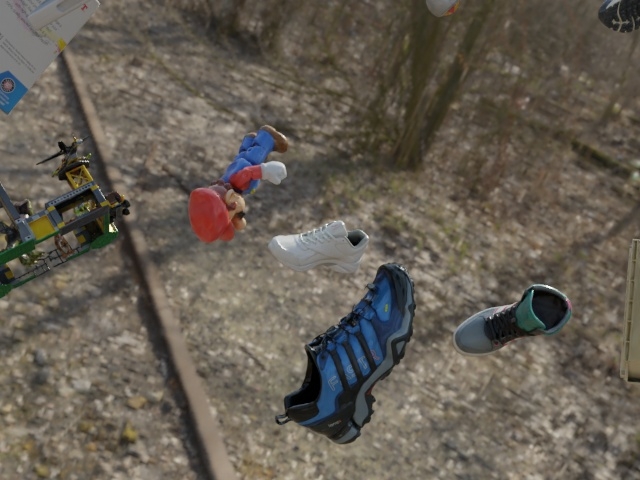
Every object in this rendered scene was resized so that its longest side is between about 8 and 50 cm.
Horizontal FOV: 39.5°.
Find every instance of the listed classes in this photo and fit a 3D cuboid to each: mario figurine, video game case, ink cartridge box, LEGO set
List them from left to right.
[{"bbox_3d":[-0.498,-0.354,1.360,0.168,0.232,0.171,31,-12,29],"label":"ink cartridge box"},{"bbox_3d":[-0.535,-0.055,1.614,0.192,0.331,0.255,57,-14,12],"label":"LEGO set"},{"bbox_3d":[-0.276,-0.386,1.220,0.026,0.206,0.227,55,34,-28],"label":"video game case"},{"bbox_3d":[-0.184,-0.110,2.099,0.170,0.198,0.320,27,59,9],"label":"mario figurine"}]

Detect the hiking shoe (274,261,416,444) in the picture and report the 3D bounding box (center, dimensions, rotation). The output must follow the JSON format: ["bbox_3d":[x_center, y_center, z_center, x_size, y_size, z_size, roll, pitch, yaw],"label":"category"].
[{"bbox_3d":[0.048,0.168,1.390,0.132,0.304,0.113,22,0,-23],"label":"hiking shoe"}]

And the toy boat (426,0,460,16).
[{"bbox_3d":[0.258,-0.589,1.711,0.268,0.318,0.148,8,14,10],"label":"toy boat"}]

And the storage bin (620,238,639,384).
[{"bbox_3d":[0.674,0.137,1.569,0.263,0.260,0.123,5,-9,18],"label":"storage bin"}]

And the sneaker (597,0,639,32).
[{"bbox_3d":[0.758,-0.595,2.145,0.283,0.110,0.122,-30,48,-19],"label":"sneaker"}]

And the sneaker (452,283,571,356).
[{"bbox_3d":[0.458,0.189,2.085,0.178,0.296,0.123,84,-14,-73],"label":"sneaker"}]

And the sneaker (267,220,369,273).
[{"bbox_3d":[0.000,0.000,1.858,0.232,0.115,0.090,2,42,-36],"label":"sneaker"}]
